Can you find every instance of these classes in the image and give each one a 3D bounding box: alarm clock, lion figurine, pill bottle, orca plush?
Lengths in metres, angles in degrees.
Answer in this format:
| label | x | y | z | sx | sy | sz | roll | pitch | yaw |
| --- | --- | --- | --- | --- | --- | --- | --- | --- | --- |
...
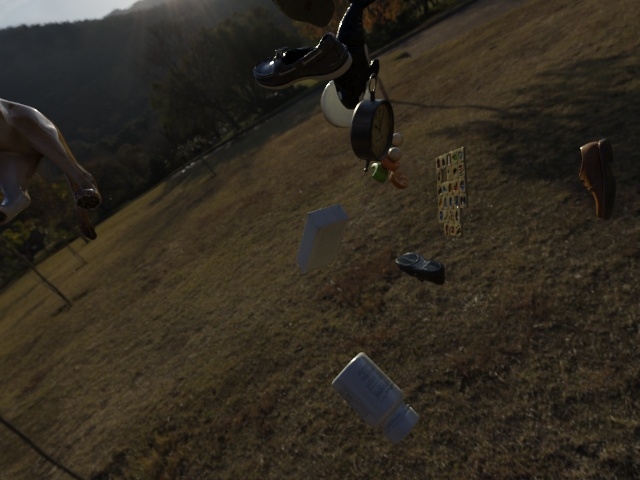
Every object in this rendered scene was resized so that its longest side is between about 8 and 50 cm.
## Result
| label | x | y | z | sx | sy | sz | roll | pitch | yaw |
| --- | --- | --- | --- | --- | --- | --- | --- | --- | --- |
| alarm clock | 0.110 | -0.256 | 0.908 | 0.064 | 0.192 | 0.129 | 15 | 35 | 26 |
| lion figurine | -0.442 | -0.161 | 0.513 | 0.142 | 0.392 | 0.240 | -33 | 57 | 1 |
| pill bottle | 0.081 | -0.467 | 1.457 | 0.162 | 0.162 | 0.278 | -29 | 12 | 4 |
| orca plush | 0.097 | -0.495 | 1.126 | 0.102 | 0.151 | 0.288 | -90 | 17 | -67 |
| pill bottle | 0.153 | 0.436 | 1.173 | 0.131 | 0.229 | 0.131 | -42 | -17 | -16 |

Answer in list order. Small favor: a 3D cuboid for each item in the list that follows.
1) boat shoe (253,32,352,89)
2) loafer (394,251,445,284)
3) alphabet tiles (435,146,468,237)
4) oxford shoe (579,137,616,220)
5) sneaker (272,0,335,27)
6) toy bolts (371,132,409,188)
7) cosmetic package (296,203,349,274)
| label | x | y | z | sx | sy | sz | roll | pitch | yaw |
| --- | --- | --- | --- | --- | --- | --- | --- | --- | --- |
| boat shoe | -0.045 | -0.310 | 0.720 | 0.206 | 0.065 | 0.075 | 9 | 68 | 37 |
| loafer | 0.326 | 0.101 | 1.403 | 0.080 | 0.078 | 0.220 | -30 | 22 | -16 |
| alphabet tiles | 0.369 | -0.127 | 1.190 | 0.009 | 0.238 | 0.198 | -5 | 3 | -5 |
| oxford shoe | 0.736 | -0.157 | 1.131 | 0.076 | 0.213 | 0.076 | -2 | -3 | -42 |
| sneaker | -0.071 | -0.501 | 0.857 | 0.222 | 0.118 | 0.083 | -13 | -45 | -62 |
| toy bolts | 0.343 | -0.370 | 1.922 | 0.158 | 0.218 | 0.229 | -48 | 32 | 39 |
| cosmetic package | 0.000 | 0.000 | 1.180 | 0.098 | 0.239 | 0.061 | -20 | 63 | -24 |
